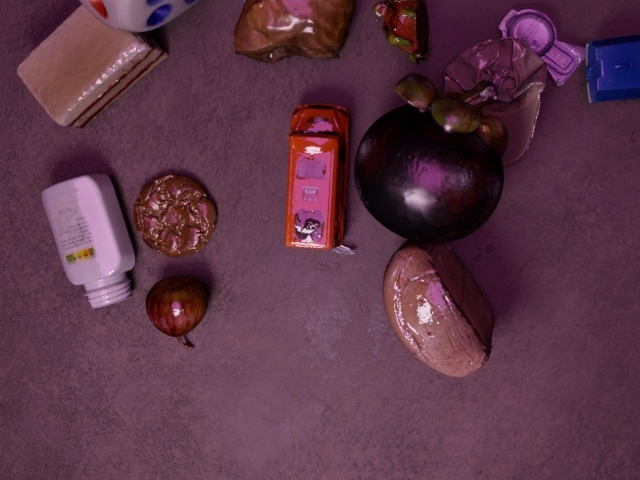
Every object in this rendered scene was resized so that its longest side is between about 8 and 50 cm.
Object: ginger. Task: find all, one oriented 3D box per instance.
[{"bbox_3d":[-0.057,-0.509,1.190,0.269,0.200,0.223,4,100,10],"label":"ginger"}]

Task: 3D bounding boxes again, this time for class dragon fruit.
[{"bbox_3d":[0.190,-0.468,1.202,0.175,0.139,0.142,31,62,34],"label":"dragon fruit"}]

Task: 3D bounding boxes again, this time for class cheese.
[{"bbox_3d":[0.472,-0.423,1.184,0.190,0.042,0.105,39,104,3],"label":"cheese"}]

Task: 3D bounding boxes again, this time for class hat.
[{"bbox_3d":[0.380,-0.304,1.205,0.214,0.149,0.245,19,140,25],"label":"hat"}]

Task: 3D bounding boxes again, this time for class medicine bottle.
[{"bbox_3d":[-0.578,0.004,1.400,0.179,0.124,0.325,-15,93,17],"label":"medicine bottle"}]

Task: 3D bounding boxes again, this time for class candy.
[{"bbox_3d":[-0.552,-0.431,1.329,0.320,0.135,0.180,-34,89,13],"label":"candy"}]

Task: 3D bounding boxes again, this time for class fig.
[{"bbox_3d":[-0.365,0.173,1.372,0.149,0.148,0.202,52,121,22],"label":"fig"}]

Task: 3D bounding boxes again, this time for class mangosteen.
[{"bbox_3d":[0.221,-0.154,1.129,0.329,0.330,0.331,1,98,10],"label":"mangosteen"}]

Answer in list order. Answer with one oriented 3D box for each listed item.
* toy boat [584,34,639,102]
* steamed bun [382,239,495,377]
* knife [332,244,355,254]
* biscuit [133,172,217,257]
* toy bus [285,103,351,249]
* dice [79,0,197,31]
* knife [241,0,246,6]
[{"bbox_3d":[0.697,-0.361,1.135,0.294,0.088,0.130,-6,96,0],"label":"toy boat"},{"bbox_3d":[0.237,0.147,1.215,0.199,0.251,0.301,-32,93,27],"label":"steamed bun"},{"bbox_3d":[0.000,0.000,1.341,0.184,0.026,0.022,22,62,9],"label":"knife"},{"bbox_3d":[-0.372,-0.062,1.393,0.225,0.042,0.226,2,98,12],"label":"biscuit"},{"bbox_3d":[-0.010,-0.148,1.257,0.142,0.153,0.330,5,97,9],"label":"toy bus"},{"bbox_3d":[-0.392,-0.653,1.148,0.304,0.277,0.304,-42,92,-24],"label":"dice"},{"bbox_3d":[-0.194,-0.651,1.288,0.044,0.026,0.297,-19,91,10],"label":"knife"}]
